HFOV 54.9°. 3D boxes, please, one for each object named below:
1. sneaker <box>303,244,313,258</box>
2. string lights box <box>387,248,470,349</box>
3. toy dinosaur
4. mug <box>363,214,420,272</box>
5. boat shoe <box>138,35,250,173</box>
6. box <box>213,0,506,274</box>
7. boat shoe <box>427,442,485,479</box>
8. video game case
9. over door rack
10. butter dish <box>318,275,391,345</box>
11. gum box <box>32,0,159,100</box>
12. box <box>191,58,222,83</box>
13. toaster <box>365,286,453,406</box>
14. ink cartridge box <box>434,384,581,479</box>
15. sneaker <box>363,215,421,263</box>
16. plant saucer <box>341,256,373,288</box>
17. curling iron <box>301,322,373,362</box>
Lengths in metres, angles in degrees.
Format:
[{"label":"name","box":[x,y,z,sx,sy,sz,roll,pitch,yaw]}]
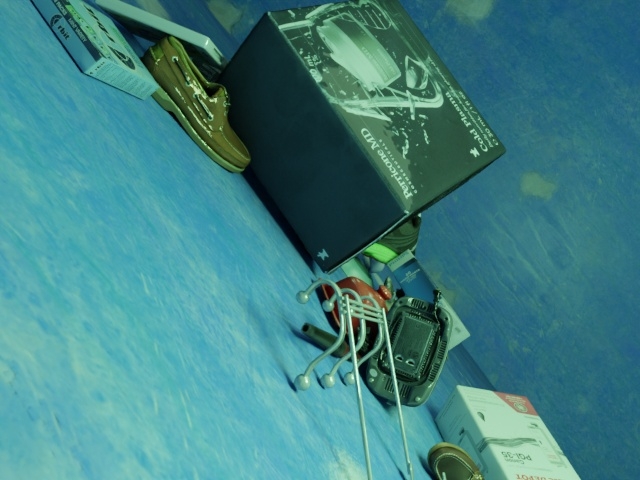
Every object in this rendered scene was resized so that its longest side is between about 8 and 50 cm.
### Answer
[{"label":"sneaker","box":[0.000,0.000,1.449,0.051,0.070,0.134,54,9,-12]},{"label":"string lights box","box":[0.276,0.149,1.595,0.133,0.076,0.260,48,9,-33]},{"label":"toy dinosaur","box":[0.217,0.230,1.615,0.313,0.121,0.160,55,21,-13]},{"label":"mug","box":[0.153,-0.076,1.999,0.328,0.276,0.374,-120,-159,-74]},{"label":"boat shoe","box":[-0.224,-0.257,1.206,0.307,0.104,0.111,45,12,-38]},{"label":"box","box":[0.091,-0.258,1.393,0.471,0.297,0.480,-31,85,-44]},{"label":"boat shoe","box":[0.264,0.442,1.086,0.207,0.073,0.073,49,8,-20]},{"label":"video game case","box":[-0.308,-0.412,1.236,0.227,0.026,0.206,23,4,1]},{"label":"over door rack","box":[0.063,0.227,0.873,0.239,0.108,0.324,28,41,-68]},{"label":"butter dish","box":[0.090,0.134,1.241,0.160,0.118,0.160,47,11,-35]},{"label":"gum box","box":[-0.354,-0.314,0.983,0.157,0.041,0.184,54,9,6]},{"label":"box","box":[-0.203,-0.368,1.588,0.307,0.076,0.242,34,15,-18]},{"label":"toaster","box":[0.176,0.201,1.159,0.129,0.227,0.146,18,-9,17]},{"label":"ink cartridge box","box":[0.398,0.456,1.299,0.207,0.117,0.283,14,26,-21]},{"label":"sneaker","box":[0.115,-0.070,1.654,0.185,0.202,0.482,22,-1,38]},{"label":"plant saucer","box":[0.100,0.079,1.743,0.195,0.037,0.195,50,9,-11]},{"label":"curling iron","box":[0.030,0.169,1.053,0.274,0.035,0.068,29,63,-60]}]
